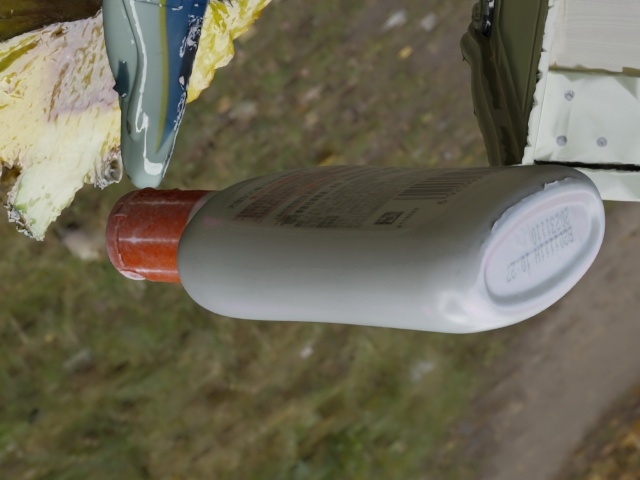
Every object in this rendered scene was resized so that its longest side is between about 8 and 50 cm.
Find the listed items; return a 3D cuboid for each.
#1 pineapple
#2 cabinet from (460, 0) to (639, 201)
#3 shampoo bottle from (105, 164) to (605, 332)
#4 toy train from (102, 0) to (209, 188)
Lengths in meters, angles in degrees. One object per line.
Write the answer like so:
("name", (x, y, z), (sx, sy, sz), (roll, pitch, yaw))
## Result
("pineapple", (-0.163, -0.100, 0.988), (0.250, 0.140, 0.164), (-26, 143, -34))
("cabinet", (0.258, -0.214, 1.116), (0.290, 0.227, 0.318), (3, 122, -3))
("shampoo bottle", (0.000, 0.000, 0.700), (0.221, 0.051, 0.108), (1, -158, 42))
("toy train", (-0.070, -0.130, 0.761), (0.051, 0.052, 0.234), (8, 116, -19))
